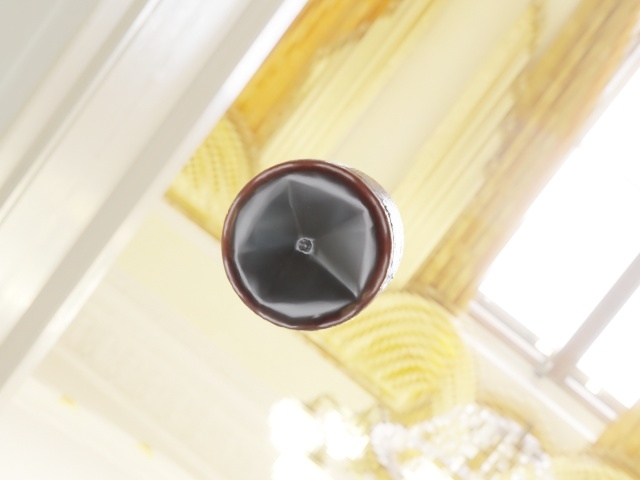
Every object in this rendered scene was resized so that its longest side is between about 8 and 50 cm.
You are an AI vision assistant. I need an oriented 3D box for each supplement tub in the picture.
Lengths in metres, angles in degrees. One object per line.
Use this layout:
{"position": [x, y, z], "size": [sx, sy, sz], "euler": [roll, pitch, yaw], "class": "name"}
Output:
{"position": [0.000, 0.000, 1.031], "size": [0.106, 0.106, 0.198], "euler": [38, -175, 3], "class": "supplement tub"}
